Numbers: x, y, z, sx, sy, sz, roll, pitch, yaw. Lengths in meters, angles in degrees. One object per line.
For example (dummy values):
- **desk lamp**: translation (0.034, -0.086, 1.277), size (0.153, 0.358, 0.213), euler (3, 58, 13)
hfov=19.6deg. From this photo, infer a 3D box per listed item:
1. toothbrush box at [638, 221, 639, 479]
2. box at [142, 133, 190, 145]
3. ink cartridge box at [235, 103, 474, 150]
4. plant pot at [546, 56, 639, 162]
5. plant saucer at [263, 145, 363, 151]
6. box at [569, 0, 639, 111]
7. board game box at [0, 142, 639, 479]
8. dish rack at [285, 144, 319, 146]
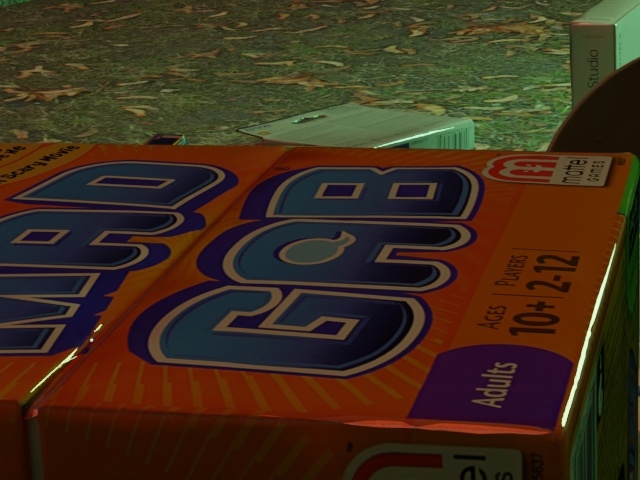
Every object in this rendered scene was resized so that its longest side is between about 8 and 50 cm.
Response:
- **toothbrush box**: translation (0.207, 0.098, 1.344), size (0.216, 0.126, 0.295), euler (-1, 32, 3)
- **box**: translation (-0.206, -0.045, 1.993), size (0.059, 0.054, 0.169), euler (6, 43, 49)
- **ink cartridge box**: translation (0.044, -0.129, 2.382), size (0.224, 0.045, 0.223), euler (12, 21, 43)
- **plant pot**: translation (0.354, -0.009, 1.636), size (0.284, 0.284, 0.191), euler (12, -15, 39)
- **plant saucer**: translation (-0.036, -0.067, 1.910), size (0.241, 0.037, 0.241), euler (-1, 9, 0)
- **box**: translation (0.353, -0.167, 2.147), size (0.058, 0.232, 0.322), euler (4, 18, 22)
- **board game box**: translation (-0.048, 0.171, 0.827), size (0.356, 0.356, 0.356), euler (1, 17, 13)
- **dish rack**: translation (-0.084, -0.036, 2.037), size (0.272, 0.074, 0.208), euler (-10, 17, -23)
